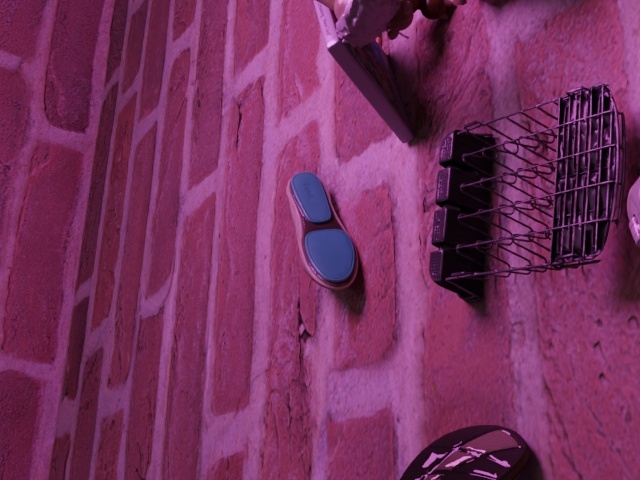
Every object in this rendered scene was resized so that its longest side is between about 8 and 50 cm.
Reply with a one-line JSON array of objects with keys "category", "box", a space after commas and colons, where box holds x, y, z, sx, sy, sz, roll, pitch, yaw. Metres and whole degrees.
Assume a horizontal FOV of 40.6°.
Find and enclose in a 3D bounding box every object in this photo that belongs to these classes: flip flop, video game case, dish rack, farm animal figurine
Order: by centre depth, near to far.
[{"category": "flip flop", "box": [0.118, 0.309, 0.901, 0.277, 0.080, 0.112, -52, 27, -5]}, {"category": "dish rack", "box": [0.224, -0.050, 0.938, 0.271, 0.074, 0.208, -14, 65, 55]}, {"category": "farm animal figurine", "box": [0.166, -0.387, 1.074, 0.330, 0.172, 0.327, -61, -12, 24]}, {"category": "video game case", "box": [0.054, -0.261, 1.198, 0.023, 0.212, 0.193, -29, 47, 18]}]

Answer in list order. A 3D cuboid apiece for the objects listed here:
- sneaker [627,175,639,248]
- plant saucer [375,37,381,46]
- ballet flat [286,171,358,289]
[{"category": "sneaker", "box": [0.321, -0.006, 0.729, 0.111, 0.103, 0.252, -22, 51, 59]}, {"category": "plant saucer", "box": [0.068, -0.303, 1.381, 0.083, 0.013, 0.083, -34, 49, 50]}, {"category": "ballet flat", "box": [0.000, 0.000, 1.305, 0.086, 0.086, 0.248, -53, 34, 33]}]
